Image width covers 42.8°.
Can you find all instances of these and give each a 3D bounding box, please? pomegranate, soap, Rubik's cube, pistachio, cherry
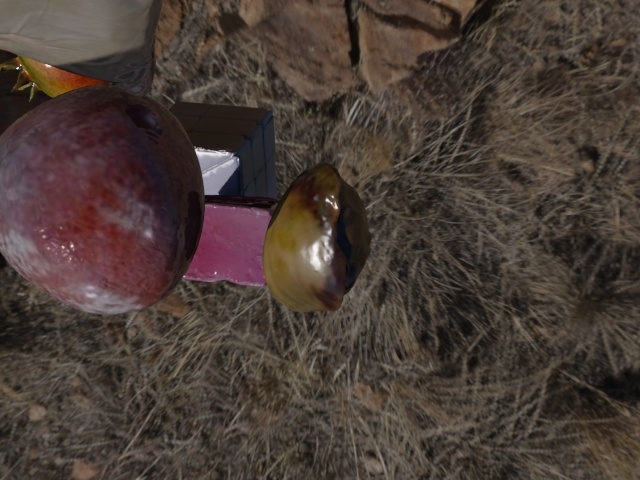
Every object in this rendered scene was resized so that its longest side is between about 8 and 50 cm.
[{"bbox_3d":[-0.527,-0.384,1.658,0.256,0.221,0.221,-30,91,-9],"label":"pomegranate"},{"bbox_3d":[-0.141,-0.007,1.371,0.233,0.359,0.128,6,95,13],"label":"soap"},{"bbox_3d":[-0.226,-0.135,1.672,0.221,0.225,0.231,7,123,12],"label":"Rubik's cube"},{"bbox_3d":[0.000,0.000,0.980,0.130,0.210,0.165,-16,48,-28],"label":"pistachio"},{"bbox_3d":[-0.249,-0.053,0.893,0.236,0.213,0.285,-42,57,25],"label":"cherry"}]

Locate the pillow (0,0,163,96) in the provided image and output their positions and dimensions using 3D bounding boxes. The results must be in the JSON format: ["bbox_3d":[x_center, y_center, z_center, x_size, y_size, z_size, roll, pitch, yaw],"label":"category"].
[{"bbox_3d":[-0.219,-0.171,0.453,0.270,0.173,0.067,8,51,-14],"label":"pillow"}]
